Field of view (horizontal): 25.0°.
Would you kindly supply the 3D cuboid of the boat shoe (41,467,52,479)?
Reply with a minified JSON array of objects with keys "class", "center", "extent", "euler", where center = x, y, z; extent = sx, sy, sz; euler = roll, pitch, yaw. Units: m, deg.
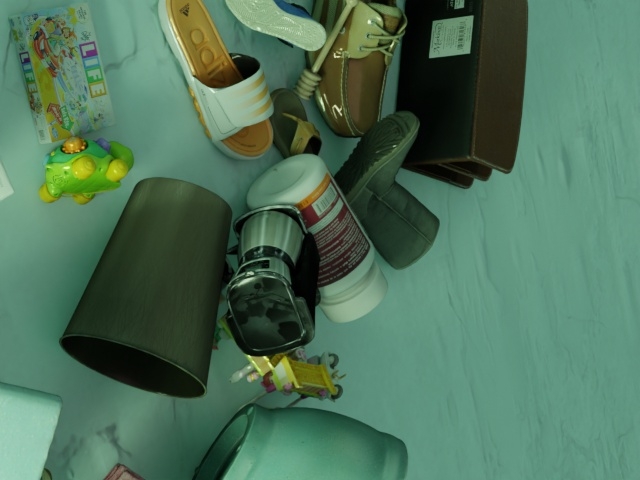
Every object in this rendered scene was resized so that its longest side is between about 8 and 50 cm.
[{"class":"boat shoe","center":[-0.351,0.328,1.644],"extent":[0.049,0.056,0.152],"euler":[30,58,-36]}]

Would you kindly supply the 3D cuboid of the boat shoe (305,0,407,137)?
[{"class":"boat shoe","center":[0.057,-0.309,2.055],"extent":[0.122,0.119,0.324],"euler":[-3,90,-46]}]

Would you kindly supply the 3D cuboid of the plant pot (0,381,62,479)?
[{"class":"plant pot","center":[-0.442,0.237,1.422],"extent":[0.252,0.248,0.247],"euler":[24,71,-27]}]

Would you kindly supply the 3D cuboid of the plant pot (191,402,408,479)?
[{"class":"plant pot","center":[-0.053,0.327,1.823],"extent":[0.196,0.293,0.293],"euler":[33,61,-10]}]

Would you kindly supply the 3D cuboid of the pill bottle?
[{"class":"pill bottle","center":[0.000,0.000,1.979],"extent":[0.121,0.121,0.221],"euler":[-52,123,-35]}]

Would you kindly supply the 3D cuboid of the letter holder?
[{"class":"letter holder","center":[0.244,-0.245,2.231],"extent":[0.214,0.152,0.302],"euler":[16,77,-47]}]

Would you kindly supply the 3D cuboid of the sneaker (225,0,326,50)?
[{"class":"sneaker","center":[-0.065,-0.308,1.980],"extent":[0.152,0.084,0.058],"euler":[24,97,-10]}]

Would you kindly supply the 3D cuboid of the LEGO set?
[{"class":"LEGO set","center":[-0.091,0.162,1.919],"extent":[0.287,0.107,0.132],"euler":[36,28,-35]}]

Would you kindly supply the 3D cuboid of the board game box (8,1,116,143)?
[{"class":"board game box","center":[-0.308,-0.202,1.730],"extent":[0.103,0.026,0.154],"euler":[-23,104,-45]}]

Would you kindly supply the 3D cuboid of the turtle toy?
[{"class":"turtle toy","center":[-0.276,-0.089,1.723],"extent":[0.130,0.095,0.066],"euler":[1,67,-48]}]

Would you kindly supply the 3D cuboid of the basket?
[{"class":"basket","center":[-0.197,0.051,1.753],"extent":[0.204,0.154,0.227],"euler":[35,60,-42]}]

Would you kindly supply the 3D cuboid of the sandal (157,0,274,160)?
[{"class":"sandal","center":[-0.125,-0.219,1.889],"extent":[0.102,0.076,0.265],"euler":[-49,122,-36]}]

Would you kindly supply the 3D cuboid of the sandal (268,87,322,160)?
[{"class":"sandal","center":[-0.024,-0.129,2.011],"extent":[0.072,0.049,0.180],"euler":[-31,111,-42]}]

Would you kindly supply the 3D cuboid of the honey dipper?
[{"class":"honey dipper","center":[0.009,-0.272,2.009],"extent":[0.030,0.030,0.161],"euler":[12,112,-46]}]

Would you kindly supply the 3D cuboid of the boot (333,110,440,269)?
[{"class":"boot","center":[0.119,-0.069,2.093],"extent":[0.189,0.076,0.208],"euler":[-46,130,8]}]

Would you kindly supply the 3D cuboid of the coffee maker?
[{"class":"coffee maker","center":[-0.049,0.065,1.844],"extent":[0.171,0.120,0.178],"euler":[45,25,-22]}]

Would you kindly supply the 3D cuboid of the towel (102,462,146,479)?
[{"class":"towel","center":[-0.171,0.442,1.648],"extent":[0.329,0.037,0.237],"euler":[37,73,-4]}]

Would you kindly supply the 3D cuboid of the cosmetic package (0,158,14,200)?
[{"class":"cosmetic package","center":[-0.450,-0.074,1.482],"extent":[0.183,0.151,0.151],"euler":[-34,112,-43]}]
